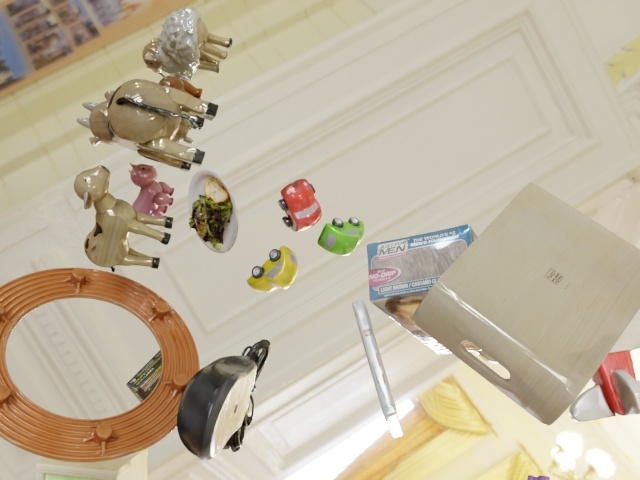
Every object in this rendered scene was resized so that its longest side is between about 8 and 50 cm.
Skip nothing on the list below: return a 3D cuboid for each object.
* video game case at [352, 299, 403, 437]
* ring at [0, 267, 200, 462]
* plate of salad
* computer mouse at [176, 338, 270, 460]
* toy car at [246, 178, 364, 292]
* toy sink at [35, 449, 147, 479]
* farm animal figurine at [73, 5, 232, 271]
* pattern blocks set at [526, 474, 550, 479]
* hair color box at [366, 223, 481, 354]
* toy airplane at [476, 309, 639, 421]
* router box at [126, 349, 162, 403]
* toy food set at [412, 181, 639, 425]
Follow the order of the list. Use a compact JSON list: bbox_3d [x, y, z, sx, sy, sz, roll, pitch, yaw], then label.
[{"bbox_3d":[0.107,0.241,1.177,0.227,0.026,0.206,68,5,-63],"label":"video game case"},{"bbox_3d":[-0.335,0.159,0.930,0.336,0.337,0.032,55,-47,30],"label":"ring"},{"bbox_3d":[-0.257,-0.064,1.474,0.200,0.048,0.199,20,-62,42],"label":"plate of salad"},{"bbox_3d":[-0.150,0.236,0.932,0.072,0.188,0.272,16,-2,8],"label":"computer mouse"},{"bbox_3d":[0.000,0.000,1.126,0.053,0.225,0.239,50,-51,34],"label":"toy car"},{"bbox_3d":[-0.405,0.493,1.137,0.131,0.153,0.234,-17,109,-79],"label":"toy sink"},{"bbox_3d":[-0.272,-0.140,0.939,0.327,0.172,0.330,-33,-135,60],"label":"farm animal figurine"},{"bbox_3d":[0.196,0.342,0.510,0.285,0.026,0.324,-52,129,-62],"label":"pattern blocks set"},{"bbox_3d":[0.226,0.100,1.108,0.347,0.174,0.105,40,44,-53],"label":"hair color box"},{"bbox_3d":[0.550,0.159,1.261,0.384,0.386,0.272,29,-30,25],"label":"toy airplane"},{"bbox_3d":[-0.299,0.268,1.233,0.038,0.122,0.092,6,-49,41],"label":"router box"},{"bbox_3d":[0.305,0.071,0.887,0.220,0.306,0.092,38,-29,19],"label":"toy food set"}]
